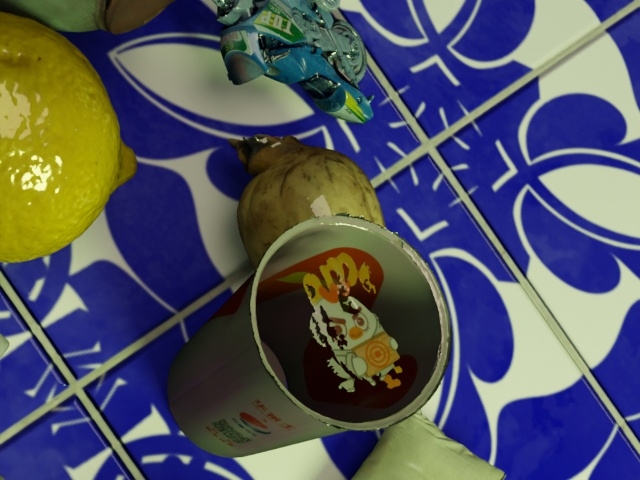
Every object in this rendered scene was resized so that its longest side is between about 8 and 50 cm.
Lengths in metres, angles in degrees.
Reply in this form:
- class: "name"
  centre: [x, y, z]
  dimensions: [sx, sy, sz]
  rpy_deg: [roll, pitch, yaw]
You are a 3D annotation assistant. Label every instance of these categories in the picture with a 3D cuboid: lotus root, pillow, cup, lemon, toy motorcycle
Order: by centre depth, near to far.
- class: "lemon"
  centre: [-0.297, -0.091, 1.785]
  dimensions: [0.253, 0.228, 0.228]
  rpy_deg: [32, 61, -26]
- class: "cup"
  centre: [-0.031, 0.108, 1.811]
  dimensions: [0.203, 0.288, 0.203]
  rpy_deg: [9, 69, -24]
- class: "pillow"
  centre: [0.095, 0.260, 1.944]
  dimensions: [0.134, 0.078, 0.181]
  rpy_deg: [42, 59, -8]
- class: "lotus root"
  centre: [0.000, 0.000, 1.956]
  dimensions: [0.256, 0.140, 0.154]
  rpy_deg: [69, 20, -3]
- class: "toy motorcycle"
  centre: [-0.033, -0.202, 2.014]
  dimensions: [0.254, 0.092, 0.135]
  rpy_deg: [26, 59, -43]

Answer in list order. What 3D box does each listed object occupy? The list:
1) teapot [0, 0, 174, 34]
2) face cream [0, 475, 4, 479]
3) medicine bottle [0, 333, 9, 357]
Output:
- class: "teapot"
  centre: [-0.257, -0.317, 1.867]
  dimensions: [0.312, 0.315, 0.233]
  rpy_deg: [32, 103, 7]
- class: "face cream"
  centre: [-0.320, 0.249, 1.732]
  dimensions: [0.252, 0.101, 0.101]
  rpy_deg: [22, 65, -18]
- class: "medicine bottle"
  centre: [-0.408, 0.052, 1.732]
  dimensions: [0.252, 0.144, 0.144]
  rpy_deg: [41, 60, -6]
